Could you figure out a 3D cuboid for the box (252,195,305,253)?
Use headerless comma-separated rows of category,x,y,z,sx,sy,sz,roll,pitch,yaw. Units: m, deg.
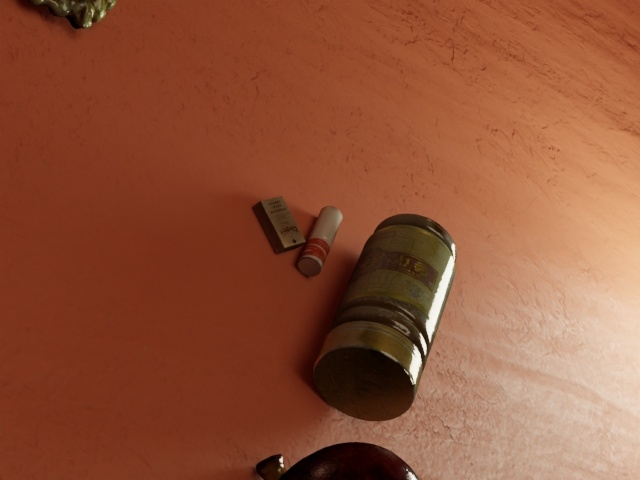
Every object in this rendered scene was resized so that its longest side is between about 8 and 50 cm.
box,-0.063,-0.024,1.969,0.053,0.024,0.083,-15,76,-50

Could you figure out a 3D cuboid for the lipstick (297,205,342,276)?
lipstick,0.000,0.000,2.006,0.038,0.038,0.130,42,40,-17

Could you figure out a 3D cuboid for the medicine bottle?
medicine bottle,0.105,0.107,1.950,0.151,0.151,0.322,43,39,-16

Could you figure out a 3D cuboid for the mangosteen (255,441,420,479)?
mangosteen,0.007,0.357,1.652,0.235,0.235,0.261,6,17,-45

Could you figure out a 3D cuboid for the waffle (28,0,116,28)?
waffle,-0.377,-0.409,1.885,0.204,0.054,0.223,39,40,-21
